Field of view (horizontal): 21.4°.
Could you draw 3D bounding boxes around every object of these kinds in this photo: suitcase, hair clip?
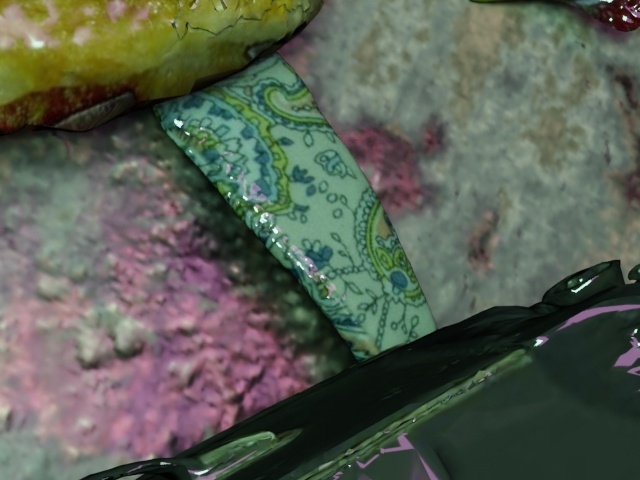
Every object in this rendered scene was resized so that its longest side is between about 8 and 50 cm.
[{"bbox_3d":[-0.014,0.200,0.544,0.434,0.194,0.283,-29,95,-24],"label":"suitcase"},{"bbox_3d":[0.001,-0.001,0.687,0.066,0.036,0.229,-34,91,-40],"label":"hair clip"}]

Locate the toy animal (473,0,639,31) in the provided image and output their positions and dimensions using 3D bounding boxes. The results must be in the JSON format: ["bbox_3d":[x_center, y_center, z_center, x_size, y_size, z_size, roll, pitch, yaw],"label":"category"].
[{"bbox_3d":[0.089,-0.181,0.741,0.070,0.105,0.202,-28,93,-58],"label":"toy animal"}]

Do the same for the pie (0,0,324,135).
[{"bbox_3d":[-0.128,-0.168,0.641,0.308,0.085,0.308,9,68,-22],"label":"pie"}]
